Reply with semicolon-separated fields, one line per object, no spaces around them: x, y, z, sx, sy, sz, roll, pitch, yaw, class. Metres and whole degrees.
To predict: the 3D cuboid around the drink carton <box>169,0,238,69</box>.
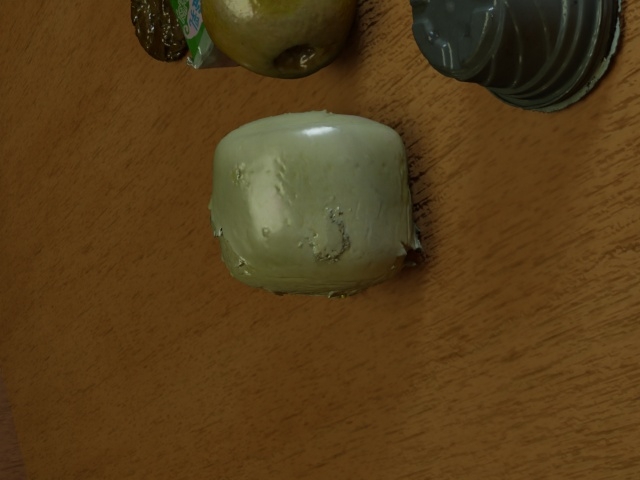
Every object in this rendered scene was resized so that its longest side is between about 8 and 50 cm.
-0.163;-0.404;1.819;0.161;0.108;0.271;-52;55;50;drink carton

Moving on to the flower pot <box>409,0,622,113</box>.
0.185;-0.244;1.274;0.235;0.140;0.236;19;113;53;flower pot

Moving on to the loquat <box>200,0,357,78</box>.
-0.054;-0.316;1.586;0.213;0.213;0.213;22;116;54;loquat

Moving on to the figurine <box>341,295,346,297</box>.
0.001;-0.001;1.697;0.178;0.109;0.130;61;165;23;figurine

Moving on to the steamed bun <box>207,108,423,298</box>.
-0.017;-0.044;1.544;0.273;0.166;0.232;1;83;23;steamed bun

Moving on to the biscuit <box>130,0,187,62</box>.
-0.270;-0.407;2.056;0.226;0.042;0.226;22;116;56;biscuit
